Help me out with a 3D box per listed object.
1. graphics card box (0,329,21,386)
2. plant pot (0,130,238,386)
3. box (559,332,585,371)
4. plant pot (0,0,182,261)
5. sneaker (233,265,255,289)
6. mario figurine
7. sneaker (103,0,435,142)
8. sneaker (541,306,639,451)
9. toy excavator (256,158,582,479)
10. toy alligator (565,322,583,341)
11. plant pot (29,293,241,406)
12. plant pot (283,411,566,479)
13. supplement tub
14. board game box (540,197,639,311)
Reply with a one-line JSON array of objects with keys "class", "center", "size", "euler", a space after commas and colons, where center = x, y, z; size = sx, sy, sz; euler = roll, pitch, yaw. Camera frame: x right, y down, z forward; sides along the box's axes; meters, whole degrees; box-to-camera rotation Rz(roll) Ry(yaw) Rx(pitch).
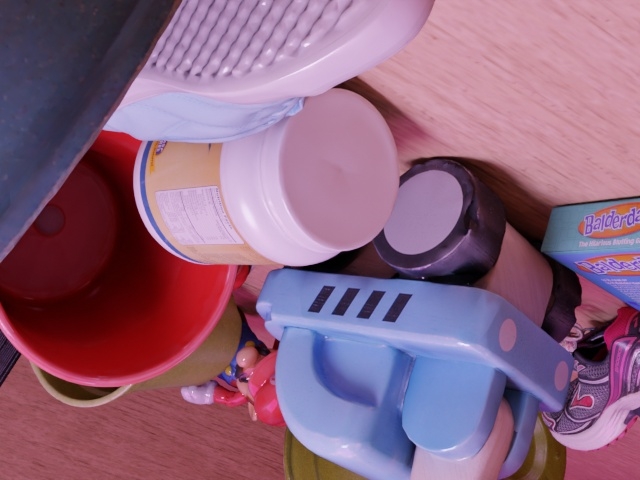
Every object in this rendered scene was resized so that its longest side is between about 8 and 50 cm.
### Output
[{"class": "graphics card box", "center": [-0.482, -0.005, 1.168], "size": [0.094, 0.233, 0.371], "euler": [3, 147, 42]}, {"class": "plant pot", "center": [-0.260, -0.005, 1.035], "size": [0.275, 0.275, 0.243], "euler": [30, 171, -34]}, {"class": "box", "center": [0.305, 0.144, 1.260], "size": [0.137, 0.027, 0.094], "euler": [4, 157, 43]}, {"class": "plant pot", "center": [-0.273, -0.157, 0.423], "size": [0.334, 0.341, 0.341], "euler": [38, 157, -29]}, {"class": "sneaker", "center": [-0.148, 0.030, 1.225], "size": [0.107, 0.118, 0.279], "euler": [18, 164, 5]}, {"class": "mario figurine", "center": [-0.127, 0.193, 1.618], "size": [0.170, 0.198, 0.320], "euler": [6, -172, -31]}, {"class": "sneaker", "center": [-0.044, -0.132, 0.600], "size": [0.150, 0.135, 0.366], "euler": [9, 177, -41]}, {"class": "sneaker", "center": [0.334, 0.155, 1.123], "size": [0.112, 0.121, 0.299], "euler": [34, 151, 4]}, {"class": "toy excavator", "center": [0.100, 0.174, 0.827], "size": [0.432, 0.445, 0.222], "euler": [5, 160, 41]}, {"class": "toy alligator", "center": [0.218, 0.083, 1.119], "size": [0.189, 0.056, 0.051], "euler": [10, -158, 29]}, {"class": "plant pot", "center": [-0.263, 0.125, 1.482], "size": [0.276, 0.276, 0.254], "euler": [8, 172, 34]}, {"class": "plant pot", "center": [0.191, 0.341, 1.556], "size": [0.366, 0.367, 0.353], "euler": [28, 150, -29]}, {"class": "supplement tub", "center": [-0.047, -0.052, 0.790], "size": [0.144, 0.144, 0.199], "euler": [30, 160, -36]}, {"class": "board game box", "center": [0.319, 0.028, 0.819], "size": [0.210, 0.047, 0.160], "euler": [28, 162, -30]}]
